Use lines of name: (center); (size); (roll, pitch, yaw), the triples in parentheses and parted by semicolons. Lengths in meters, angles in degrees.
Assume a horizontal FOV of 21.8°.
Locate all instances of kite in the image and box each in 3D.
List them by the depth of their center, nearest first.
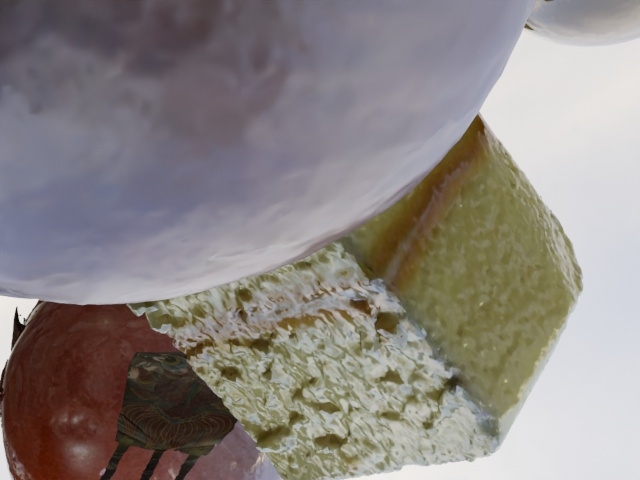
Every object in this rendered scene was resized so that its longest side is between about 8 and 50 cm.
kite: (-0.134, 0.164, 1.357); (0.127, 0.016, 0.229); (9, -143, 19)

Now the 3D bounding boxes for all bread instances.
bread: (0.000, 0.000, 1.048); (0.236, 0.263, 0.198); (-25, -163, 45)

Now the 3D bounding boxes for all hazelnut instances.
hazelnut: (-0.099, -0.197, 0.713); (0.402, 0.429, 0.402); (-2, -158, 1)

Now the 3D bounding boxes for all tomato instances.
tomato: (-0.177, 0.185, 1.798); (0.272, 0.341, 0.341); (-7, -159, 19)

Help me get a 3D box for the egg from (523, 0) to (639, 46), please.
egg: (0.217, -0.281, 1.216); (0.250, 0.250, 0.322); (-15, -143, 46)
